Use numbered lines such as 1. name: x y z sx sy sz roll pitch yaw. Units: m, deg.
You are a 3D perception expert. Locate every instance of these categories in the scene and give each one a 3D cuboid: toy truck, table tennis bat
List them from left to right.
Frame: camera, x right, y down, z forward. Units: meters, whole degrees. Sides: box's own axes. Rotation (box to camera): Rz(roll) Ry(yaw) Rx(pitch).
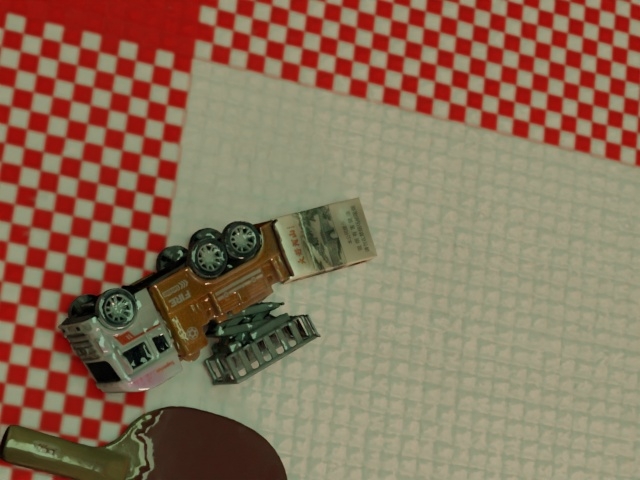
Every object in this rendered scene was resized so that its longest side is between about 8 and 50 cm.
1. table tennis bat: -0.132 0.186 1.355 0.234 0.022 0.131 17 72 -18
2. toy truck: -0.103 0.064 1.365 0.177 0.080 0.115 -28 98 -26

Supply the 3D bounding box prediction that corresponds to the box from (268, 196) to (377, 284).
1. box: 0.000 0.000 1.449 0.083 0.024 0.054 -15 84 -24
